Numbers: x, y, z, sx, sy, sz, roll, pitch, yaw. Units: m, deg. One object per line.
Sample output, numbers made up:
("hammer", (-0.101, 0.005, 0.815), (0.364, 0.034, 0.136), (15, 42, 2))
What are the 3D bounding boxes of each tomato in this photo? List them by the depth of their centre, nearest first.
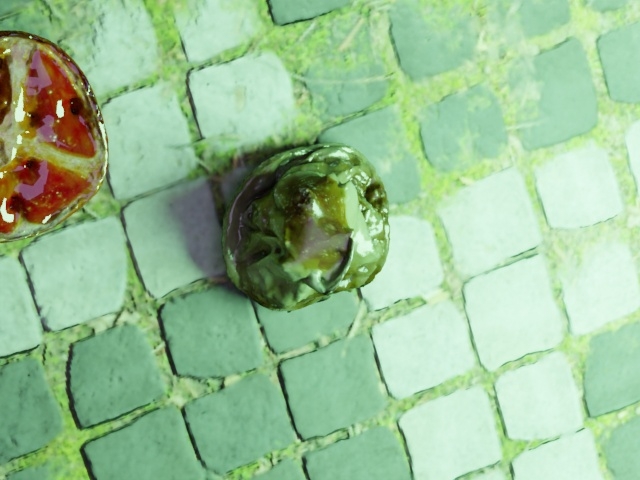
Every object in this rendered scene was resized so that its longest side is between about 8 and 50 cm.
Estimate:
("tomato", (-0.237, -0.076, 1.381), (0.156, 0.069, 0.155), (-5, 103, -21))

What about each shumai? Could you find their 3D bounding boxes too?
("shumai", (-0.004, 0.000, 1.453), (0.145, 0.116, 0.145), (-5, 105, -20))
